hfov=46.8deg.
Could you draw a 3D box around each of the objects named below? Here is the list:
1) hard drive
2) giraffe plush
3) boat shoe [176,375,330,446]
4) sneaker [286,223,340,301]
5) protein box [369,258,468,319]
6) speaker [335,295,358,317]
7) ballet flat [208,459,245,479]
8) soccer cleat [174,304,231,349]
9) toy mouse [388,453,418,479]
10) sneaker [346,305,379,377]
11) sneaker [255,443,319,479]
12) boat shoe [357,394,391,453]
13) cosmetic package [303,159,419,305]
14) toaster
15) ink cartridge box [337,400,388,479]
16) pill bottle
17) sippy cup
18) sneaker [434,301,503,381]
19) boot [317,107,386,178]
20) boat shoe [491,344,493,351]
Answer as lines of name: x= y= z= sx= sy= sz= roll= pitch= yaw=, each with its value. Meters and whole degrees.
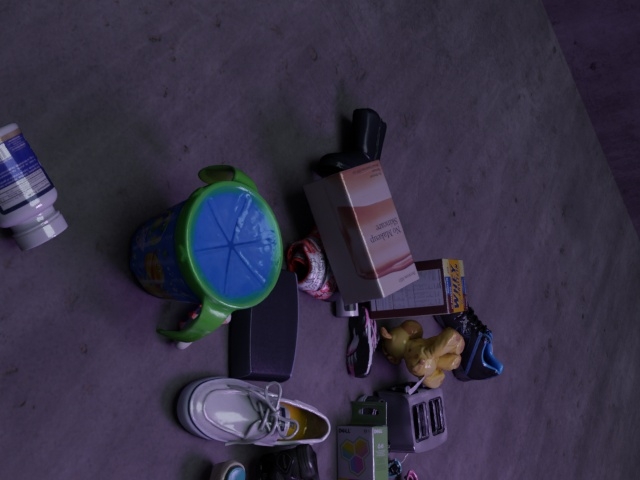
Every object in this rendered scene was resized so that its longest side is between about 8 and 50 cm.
hard drive: x=-0.116 y=0.177 z=1.609 sx=0.172 sy=0.054 sz=0.254 roll=17 pitch=70 yaw=-46
giraffe plush: x=0.242 y=0.278 z=1.901 sx=0.210 sy=0.170 sz=0.181 roll=-28 pitch=138 yaw=-29
boat shoe: x=-0.110 y=0.361 z=1.502 sx=0.367 sy=0.156 sz=0.135 roll=30 pitch=61 yaw=-42
sneaker: x=0.001 y=0.001 z=1.750 sx=0.145 sy=0.090 sz=0.270 roll=27 pitch=66 yaw=-46
protein box: x=0.250 y=0.124 z=1.891 sx=0.200 sy=0.201 sz=0.136 roll=6 pitch=78 yaw=-65
speaker: x=0.062 y=0.120 z=1.825 sx=0.055 sy=0.055 sz=0.136 roll=6 pitch=79 yaw=-48
ballet flat: x=-0.202 y=0.547 z=1.423 sx=0.086 sy=0.086 sz=0.248 roll=28 pitch=68 yaw=-43
soccer cleat: x=-0.220 y=0.153 z=1.481 sx=0.076 sy=0.068 sz=0.196 roll=46 pitch=46 yaw=-14
toy mouse: x=0.203 y=0.610 z=1.893 sx=0.161 sy=0.031 sz=0.143 roll=30 pitch=54 yaw=-24
sneaker: x=0.119 y=0.256 z=1.852 sx=0.077 sy=0.072 sz=0.178 roll=22 pitch=67 yaw=-46
sneaker: x=-0.067 y=0.497 z=1.582 sx=0.227 sy=0.130 sz=0.087 roll=74 pitch=6 yaw=-61
boat shoe: x=0.138 y=0.496 z=1.822 sx=0.080 sy=0.076 sz=0.228 roll=11 pitch=74 yaw=-47
cosmetic package: x=0.095 y=-0.018 z=1.697 sx=0.153 sy=0.129 sz=0.296 roll=-25 pitch=96 yaw=-45
toaster: x=0.234 y=0.463 z=1.913 sx=0.168 sy=0.110 sz=0.185 roll=-1 pitch=84 yaw=-48
ink cartridge box: x=0.099 y=0.489 z=1.754 sx=0.062 sy=0.109 sz=0.209 roll=12 pitch=74 yaw=-48
pill bottle: x=-0.491 y=-0.083 z=1.186 sx=0.112 sy=0.112 sz=0.186 roll=-44 pitch=116 yaw=-44
sippy cup: x=-0.229 y=0.021 z=1.381 sx=0.305 sy=0.224 sz=0.240 roll=-45 pitch=116 yaw=-44
sneaker: x=0.431 y=0.249 z=2.158 sx=0.125 sy=0.140 sz=0.340 roll=-34 pitch=107 yaw=-45
boot: x=0.083 y=-0.242 z=1.885 sx=0.246 sy=0.094 sz=0.207 roll=21 pitch=71 yaw=-52
boat shoe: x=0.529 y=0.365 z=2.333 sx=0.035 sy=0.035 sz=0.100 roll=31 pitch=52 yaw=-73
